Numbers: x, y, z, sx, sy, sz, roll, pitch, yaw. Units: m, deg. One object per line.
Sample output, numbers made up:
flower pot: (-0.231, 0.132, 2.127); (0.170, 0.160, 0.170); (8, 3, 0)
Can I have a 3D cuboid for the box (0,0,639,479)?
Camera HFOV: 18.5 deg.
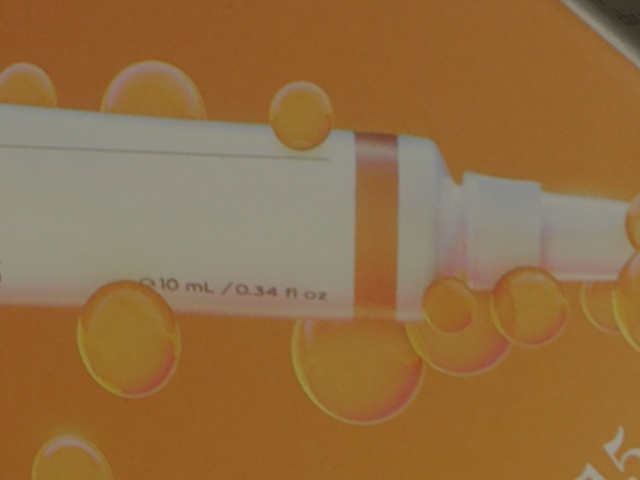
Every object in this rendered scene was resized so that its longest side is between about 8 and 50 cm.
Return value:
box: (0.000, 0.000, 0.496); (0.345, 0.168, 0.215); (43, 112, 15)
